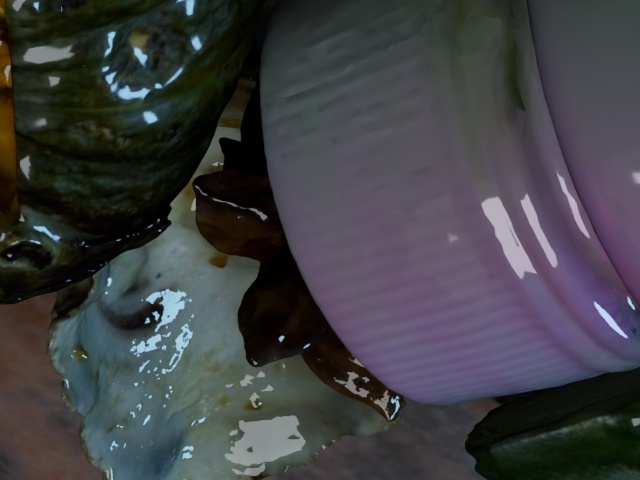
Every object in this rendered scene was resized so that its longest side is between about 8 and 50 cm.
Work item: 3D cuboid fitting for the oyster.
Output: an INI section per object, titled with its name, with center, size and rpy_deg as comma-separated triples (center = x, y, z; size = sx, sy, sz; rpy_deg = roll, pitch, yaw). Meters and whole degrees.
[oyster]
center = -0.039, 0.005, 0.895
size = 0.204, 0.111, 0.396
rpy_deg = -9, 135, -1

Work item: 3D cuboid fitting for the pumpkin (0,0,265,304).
[pumpkin]
center = -0.168, -0.109, 0.623
size = 0.320, 0.192, 0.320
rpy_deg = -1, 133, -1

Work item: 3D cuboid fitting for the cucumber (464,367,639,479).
[cucumber]
center = 0.210, 0.088, 0.879
size = 0.325, 0.145, 0.105
rpy_deg = -24, 95, 39

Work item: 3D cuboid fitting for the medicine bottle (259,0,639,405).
[medicine bottle]
center = 0.187, -0.071, 0.644
size = 0.388, 0.219, 0.219
rpy_deg = -18, 130, 30

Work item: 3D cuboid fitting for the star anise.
[star anise]
center = 0.000, -0.001, 0.756
size = 0.057, 0.168, 0.168
rpy_deg = -8, 135, 38
